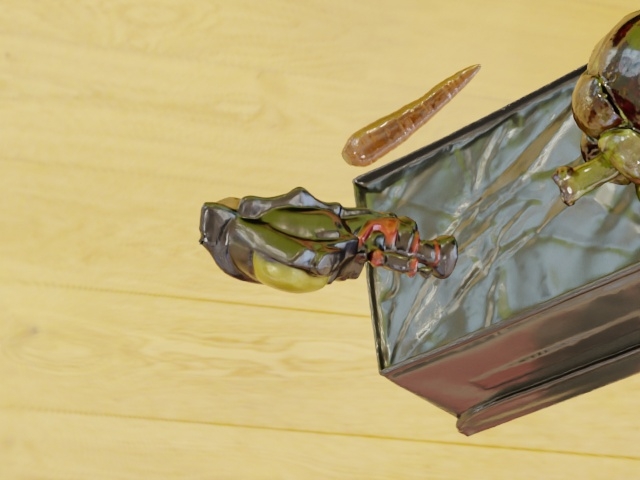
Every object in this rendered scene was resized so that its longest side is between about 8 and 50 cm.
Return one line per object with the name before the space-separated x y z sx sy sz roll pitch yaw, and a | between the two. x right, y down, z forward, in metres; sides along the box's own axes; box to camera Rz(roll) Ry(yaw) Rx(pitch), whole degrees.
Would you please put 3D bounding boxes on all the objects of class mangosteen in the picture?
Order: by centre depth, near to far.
mangosteen | 0.298 -0.108 1.161 0.172 0.172 0.184 8 104 -13

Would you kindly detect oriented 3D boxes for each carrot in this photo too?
carrot | 0.121 -0.163 1.752 0.216 0.048 0.048 -35 94 -3

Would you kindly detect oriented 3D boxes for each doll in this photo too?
doll | 0.001 0.003 1.143 0.248 0.127 0.088 4 80 -43

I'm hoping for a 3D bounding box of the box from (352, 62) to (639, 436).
box | 0.228 0.012 1.399 0.204 0.345 0.251 33 40 -44
